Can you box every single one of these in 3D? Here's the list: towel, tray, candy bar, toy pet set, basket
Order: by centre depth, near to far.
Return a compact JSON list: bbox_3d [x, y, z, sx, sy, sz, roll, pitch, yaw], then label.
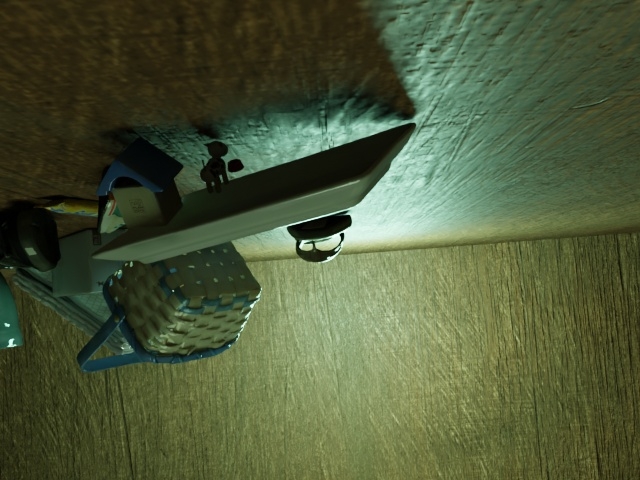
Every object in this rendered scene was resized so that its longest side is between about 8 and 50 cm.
[{"bbox_3d":[-0.054,-0.032,0.577,0.270,0.030,0.145,-14,-161,29],"label":"tray"},{"bbox_3d":[-0.145,-0.065,0.582,0.122,0.065,0.114,-3,-148,19],"label":"toy pet set"},{"bbox_3d":[-0.299,-0.041,0.886,0.040,0.018,0.161,-6,175,22],"label":"candy bar"},{"bbox_3d":[-0.259,0.129,1.194,0.255,0.201,0.289,0,135,-53],"label":"basket"},{"bbox_3d":[-0.453,0.121,1.507,0.332,0.053,0.317,29,-164,19],"label":"towel"}]

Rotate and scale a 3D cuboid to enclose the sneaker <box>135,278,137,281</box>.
[{"bbox_3d":[-0.330,0.036,1.354,0.111,0.129,0.297,0,156,-26],"label":"sneaker"}]

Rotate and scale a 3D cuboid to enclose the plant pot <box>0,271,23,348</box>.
[{"bbox_3d":[-0.672,0.096,1.160,0.293,0.196,0.293,-4,175,0],"label":"plant pot"}]

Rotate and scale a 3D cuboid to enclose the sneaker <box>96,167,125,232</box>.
[{"bbox_3d":[-0.201,-0.039,0.733,0.075,0.057,0.161,3,171,-20],"label":"sneaker"}]

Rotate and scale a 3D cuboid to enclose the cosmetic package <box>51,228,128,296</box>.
[{"bbox_3d":[-0.440,0.046,1.286,0.085,0.117,0.231,-2,177,-39],"label":"cosmetic package"}]

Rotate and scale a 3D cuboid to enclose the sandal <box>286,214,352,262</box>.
[{"bbox_3d":[0.001,0.000,1.301,0.120,0.086,0.303,-5,176,1],"label":"sandal"}]

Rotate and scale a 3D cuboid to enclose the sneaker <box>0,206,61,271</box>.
[{"bbox_3d":[-0.426,0.006,0.917,0.130,0.087,0.227,-10,-177,-19],"label":"sneaker"}]
